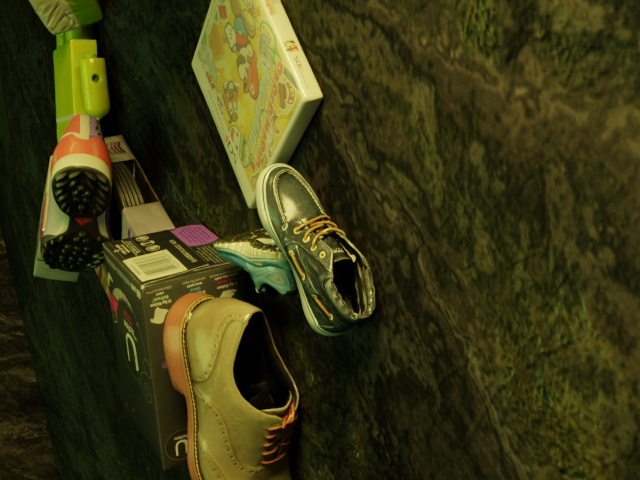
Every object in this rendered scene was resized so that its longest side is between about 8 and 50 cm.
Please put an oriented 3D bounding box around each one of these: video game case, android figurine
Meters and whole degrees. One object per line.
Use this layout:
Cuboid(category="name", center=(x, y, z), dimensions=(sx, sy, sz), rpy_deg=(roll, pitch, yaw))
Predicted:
Cuboid(category="video game case", center=(-0.077, -0.175, 1.074), dimensions=(0.206, 0.026, 0.227), rpy_deg=(67, 153, 19))
Cuboid(category="android figurine", center=(-0.403, -0.239, 1.660), dimensions=(0.248, 0.056, 0.273), rpy_deg=(-176, 81, -65))

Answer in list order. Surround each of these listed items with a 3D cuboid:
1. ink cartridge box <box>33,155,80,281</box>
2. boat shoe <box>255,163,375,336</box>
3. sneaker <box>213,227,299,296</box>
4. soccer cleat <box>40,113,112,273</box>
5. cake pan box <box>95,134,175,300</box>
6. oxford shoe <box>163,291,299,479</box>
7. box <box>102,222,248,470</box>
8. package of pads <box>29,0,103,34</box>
Cuboid(category="ink cartridge box", center=(-0.472, -0.037, 1.843), dimensions=(0.218, 0.092, 0.158), rpy_deg=(126, 148, -60))
Cuboid(category="boat shoe", center=(0.000, 0.000, 0.967), dimensions=(0.183, 0.065, 0.083), rpy_deg=(66, 153, 5))
Cuboid(category="sneaker", center=(-0.072, 0.030, 1.126), dimensions=(0.162, 0.063, 0.073), rpy_deg=(15, 119, 62))
Cuboid(category="soccer cleat", center=(-0.369, -0.059, 1.525), dimensions=(0.318, 0.108, 0.116), rpy_deg=(115, 156, -55))
Cuboid(category="cake pan box", center=(-0.309, -0.001, 1.600), dimensions=(0.246, 0.070, 0.267), rpy_deg=(54, 146, 35))
Cuboid(category="oxford shoe", center=(-0.083, 0.230, 1.191), dimensions=(0.130, 0.123, 0.348), rpy_deg=(0, 116, 40))
Cuboid(category="box", center=(-0.184, 0.135, 1.317), dimensions=(0.165, 0.143, 0.270), rpy_deg=(34, 133, 55))
Cuboid(category="package of pads", center=(-0.435, -0.479, 1.472), dimensions=(0.296, 0.101, 0.229), rpy_deg=(77, 170, -66))
